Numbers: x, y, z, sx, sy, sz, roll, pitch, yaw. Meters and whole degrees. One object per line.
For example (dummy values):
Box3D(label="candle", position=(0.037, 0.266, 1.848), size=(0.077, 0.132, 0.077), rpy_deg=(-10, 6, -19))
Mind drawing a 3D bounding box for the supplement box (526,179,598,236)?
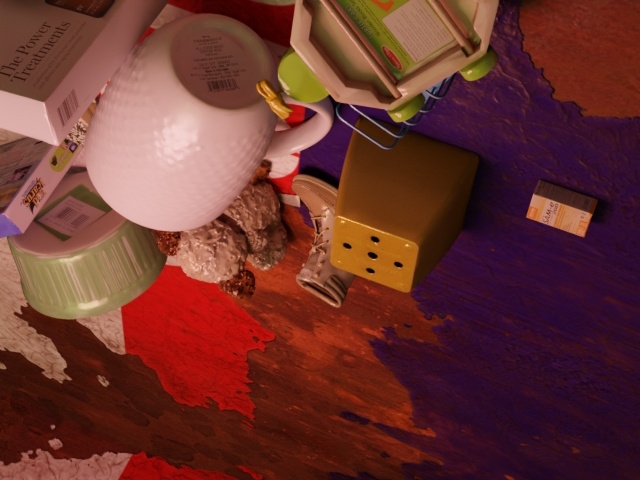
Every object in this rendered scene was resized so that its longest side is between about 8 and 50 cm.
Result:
Box3D(label="supplement box", position=(0.385, -0.051, 1.850), size=(0.098, 0.036, 0.062), rpy_deg=(20, 145, 12))

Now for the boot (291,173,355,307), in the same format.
Box3D(label="boot", position=(0.000, 0.000, 2.065), size=(0.213, 0.165, 0.077), rpy_deg=(43, 157, -23))

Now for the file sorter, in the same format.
Box3D(label="file sorter", position=(0.115, -0.232, 1.736), size=(0.118, 0.104, 0.170), rpy_deg=(34, 146, -8))

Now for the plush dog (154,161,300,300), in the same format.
Box3D(label="plush dog", position=(-0.175, -0.018, 2.113), size=(0.262, 0.225, 0.210), rpy_deg=(34, 146, -10))

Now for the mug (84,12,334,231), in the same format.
Box3D(label="mug", position=(-0.161, -0.199, 1.855), size=(0.374, 0.276, 0.328), rpy_deg=(3, 157, -23))

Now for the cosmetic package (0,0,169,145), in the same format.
Box3D(label="cosmetic package", position=(-0.427, -0.331, 1.734), size=(0.285, 0.377, 0.097), rpy_deg=(15, 143, 17))

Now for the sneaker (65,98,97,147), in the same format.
Box3D(label="sneaker", position=(-0.582, -0.269, 2.095), size=(0.410, 0.182, 0.158), rpy_deg=(37, 147, -21))

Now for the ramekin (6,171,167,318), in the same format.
Box3D(label="ramekin", position=(-0.465, -0.003, 2.283), size=(0.303, 0.303, 0.148), rpy_deg=(9, 135, 25))

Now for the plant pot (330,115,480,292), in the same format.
Box3D(label="plant pot", position=(0.119, -0.044, 1.910), size=(0.212, 0.187, 0.212), rpy_deg=(20, 145, 11))

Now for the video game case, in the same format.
Box3D(label="video game case", position=(-0.616, -0.103, 2.289), size=(0.270, 0.244, 0.061), rpy_deg=(-10, 131, 43))

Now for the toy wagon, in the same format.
Box3D(label="toy wagon", position=(0.063, -0.284, 1.567), size=(0.344, 0.068, 0.267), rpy_deg=(-29, 118, 24))
